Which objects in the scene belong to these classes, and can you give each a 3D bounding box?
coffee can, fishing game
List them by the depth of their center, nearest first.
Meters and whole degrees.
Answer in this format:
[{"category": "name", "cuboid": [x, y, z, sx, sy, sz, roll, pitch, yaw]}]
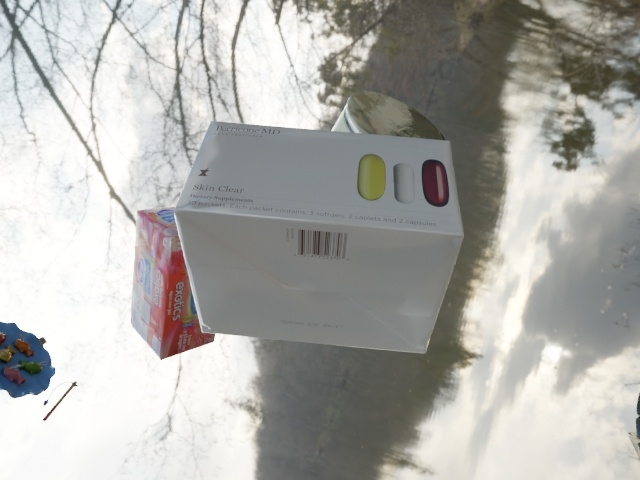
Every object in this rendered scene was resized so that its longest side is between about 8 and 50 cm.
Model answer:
[{"category": "coffee can", "cuboid": [0.073, -0.097, 0.955, 0.275, 0.202, 0.201, -56, 5, 39]}, {"category": "fishing game", "cuboid": [-0.588, 0.220, 1.017, 0.041, 0.264, 0.189, -43, 11, 9]}]

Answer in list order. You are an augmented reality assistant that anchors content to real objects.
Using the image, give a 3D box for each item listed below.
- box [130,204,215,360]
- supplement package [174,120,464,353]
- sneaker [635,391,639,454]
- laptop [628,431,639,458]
[{"category": "box", "cuboid": [-0.314, 0.086, 1.159, 0.142, 0.154, 0.299, -13, -55, -43]}, {"category": "supplement package", "cuboid": [0.000, 0.000, 0.584, 0.203, 0.262, 0.145, 93, -178, -46]}, {"category": "sneaker", "cuboid": [0.371, 0.121, 0.464, 0.297, 0.111, 0.129, -51, -59, -27]}, {"category": "laptop", "cuboid": [0.786, 0.497, 1.049, 0.234, 0.265, 0.136, 61, -135, -72]}]
